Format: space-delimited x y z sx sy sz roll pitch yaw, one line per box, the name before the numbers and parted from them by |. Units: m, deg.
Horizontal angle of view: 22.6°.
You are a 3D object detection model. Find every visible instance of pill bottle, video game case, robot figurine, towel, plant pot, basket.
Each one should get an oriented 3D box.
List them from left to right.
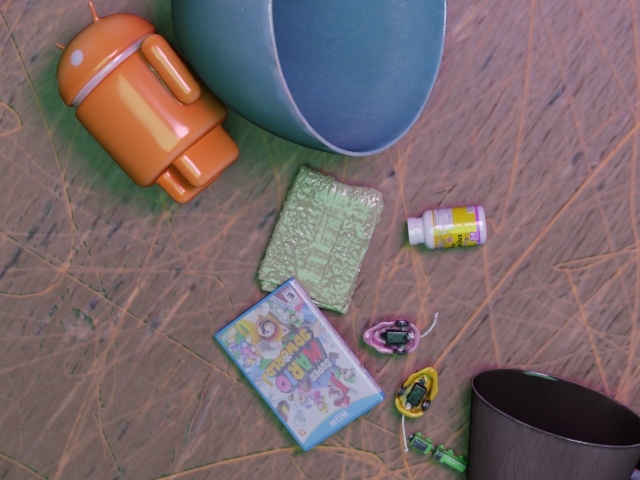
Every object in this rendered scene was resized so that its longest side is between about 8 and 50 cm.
robot figurine | -0.186 -0.143 1.661 0.128 0.158 0.219 -41 92 2
plant pot | -0.033 -0.233 1.594 0.195 0.290 0.290 6 106 37
video game case | -0.023 0.137 1.761 0.119 0.015 0.166 -37 94 24
towel | 0.000 0.000 1.748 0.110 0.027 0.148 18 104 -2
pill bottle | 0.136 -0.013 1.732 0.083 0.043 0.043 -5 103 3
basket | 0.237 0.281 1.742 0.204 0.154 0.227 20 111 29

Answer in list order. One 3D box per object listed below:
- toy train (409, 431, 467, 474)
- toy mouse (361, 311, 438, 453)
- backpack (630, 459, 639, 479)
toy train | 0.137 0.241 1.800 0.083 0.024 0.017 29 102 -5
toy mouse | 0.065 0.135 1.774 0.143 0.031 0.161 24 102 -4
backpack | 0.382 0.324 1.732 0.152 0.182 0.115 32 102 -6
